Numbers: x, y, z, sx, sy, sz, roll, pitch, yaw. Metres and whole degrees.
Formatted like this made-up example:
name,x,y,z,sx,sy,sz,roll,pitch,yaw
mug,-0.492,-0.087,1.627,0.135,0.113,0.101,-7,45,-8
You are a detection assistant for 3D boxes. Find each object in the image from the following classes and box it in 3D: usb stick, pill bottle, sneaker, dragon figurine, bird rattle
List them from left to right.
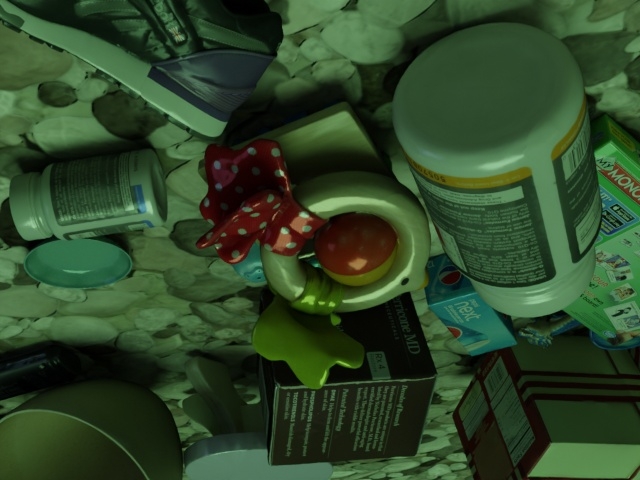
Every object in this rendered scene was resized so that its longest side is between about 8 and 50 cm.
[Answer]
name,x,y,z,sx,sy,sz,roll,pitch,yaw
usb stick,-0.473,0.202,1.302,0.278,0.045,0.077,-16,143,15
pill bottle,-0.224,-0.042,0.892,0.137,0.078,0.078,-8,151,1
sneaker,-0.148,-0.192,0.655,0.283,0.107,0.124,28,111,-41
bird rattle,0.000,0.000,0.881,0.207,0.143,0.253,-16,123,1
pill bottle,0.175,-0.051,0.855,0.162,0.162,0.278,-15,142,12
dragon figurine,0.422,0.099,1.289,0.289,0.085,0.144,3,151,-10

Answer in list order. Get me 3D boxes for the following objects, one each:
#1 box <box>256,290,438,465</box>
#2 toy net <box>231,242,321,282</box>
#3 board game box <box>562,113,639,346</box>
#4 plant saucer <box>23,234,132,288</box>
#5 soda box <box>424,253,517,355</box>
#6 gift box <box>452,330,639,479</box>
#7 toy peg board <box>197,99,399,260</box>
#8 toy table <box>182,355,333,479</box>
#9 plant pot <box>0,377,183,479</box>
name,x,y,z,sx,sy,sz,roll,pitch,yaw
box,0.025,0.175,1.208,0.203,0.168,0.167,-3,131,-10
toy net,0.009,0.022,1.103,0.232,0.045,0.122,9,145,-30
board game box,0.336,0.004,1.065,0.317,0.046,0.214,32,133,-29
plant saucer,-0.275,0.020,1.047,0.120,0.021,0.119,-5,150,-3
soda box,0.202,0.087,1.237,0.071,0.067,0.210,-18,149,17
gift box,0.386,0.276,1.447,0.258,0.276,0.255,7,135,-18
toy peg board,-0.010,-0.070,0.917,0.161,0.079,0.160,-20,133,20
toy table,-0.101,0.278,1.398,0.252,0.160,0.274,-20,150,17
plant pot,-0.312,0.312,1.337,0.284,0.191,0.284,8,117,17
